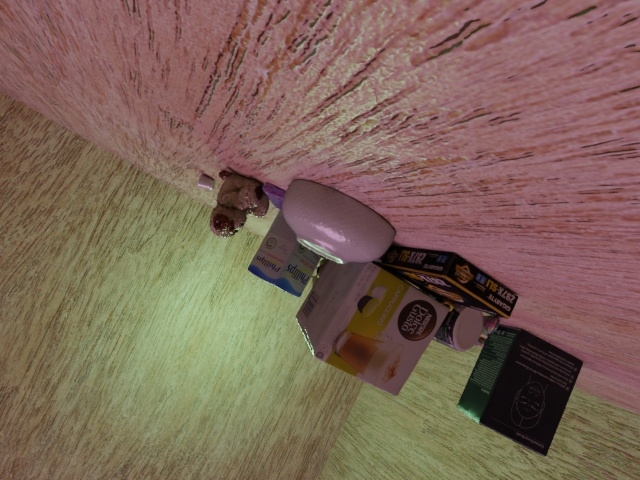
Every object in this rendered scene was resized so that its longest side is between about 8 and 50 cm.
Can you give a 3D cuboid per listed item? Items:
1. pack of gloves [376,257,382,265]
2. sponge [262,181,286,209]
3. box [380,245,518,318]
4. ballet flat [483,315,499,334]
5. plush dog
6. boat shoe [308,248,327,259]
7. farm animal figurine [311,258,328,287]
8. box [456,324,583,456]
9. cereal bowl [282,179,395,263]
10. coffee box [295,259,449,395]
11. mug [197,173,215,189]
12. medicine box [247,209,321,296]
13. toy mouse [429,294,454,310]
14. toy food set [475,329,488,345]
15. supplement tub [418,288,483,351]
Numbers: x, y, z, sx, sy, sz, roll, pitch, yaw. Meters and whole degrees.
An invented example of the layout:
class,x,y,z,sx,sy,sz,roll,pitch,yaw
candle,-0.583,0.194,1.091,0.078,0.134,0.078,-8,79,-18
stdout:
class,x,y,z,sx,sy,sz,roll,pitch,yaw
pack of gloves,0.186,0.060,1.679,0.195,0.046,0.232,9,167,30
sponge,-0.124,-0.133,1.432,0.117,0.031,0.210,26,173,10
box,0.365,0.114,1.226,0.257,0.079,0.322,32,171,-21
ballet flat,0.667,0.333,1.659,0.079,0.076,0.221,28,177,24
plush dog,-0.321,-0.116,1.489,0.211,0.225,0.262,27,172,3
boat shoe,0.000,0.000,1.606,0.111,0.104,0.307,24,171,28
farm animal figurine,0.047,0.171,1.914,0.172,0.327,0.330,32,141,18
box,0.793,0.585,1.664,0.294,0.395,0.212,28,172,-3
cereal bowl,0.032,-0.030,1.183,0.339,0.141,0.339,27,171,4
coffee box,0.160,0.253,1.424,0.334,0.337,0.338,31,-178,-16
mug,-0.501,-0.260,1.842,0.064,0.078,0.062,19,140,0
medicine box,-0.124,0.060,1.734,0.149,0.289,0.263,24,172,27
toy mouse,0.444,0.188,1.500,0.143,0.031,0.161,60,152,1
toy food set,0.715,0.415,1.858,0.232,0.111,0.104,35,170,-30
supplement tub,0.471,0.304,1.671,0.194,0.193,0.316,33,171,-33
